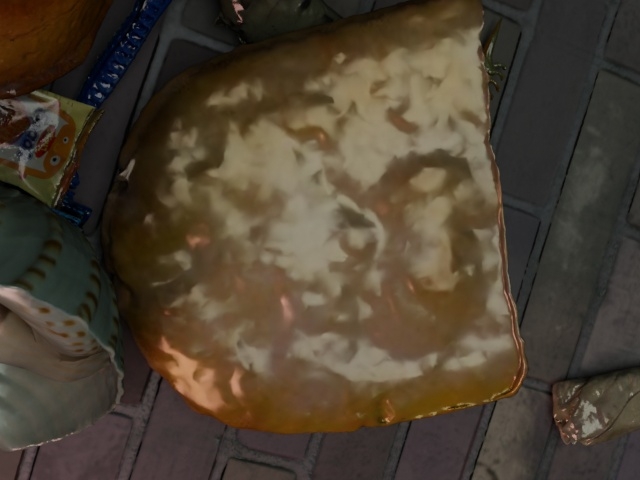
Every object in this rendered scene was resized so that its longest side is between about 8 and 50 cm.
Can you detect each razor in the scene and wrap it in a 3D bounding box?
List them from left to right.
[{"bbox_3d":[-0.211,-0.170,0.925,0.093,0.056,0.324,26,94,-39],"label":"razor"}]

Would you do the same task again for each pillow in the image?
[{"bbox_3d":[-0.033,-0.223,0.978,0.241,0.051,0.093,33,104,-29],"label":"pillow"}]

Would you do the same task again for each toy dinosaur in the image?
[{"bbox_3d":[0.198,-0.202,1.071,0.041,0.026,0.113,27,95,0],"label":"toy dinosaur"}]

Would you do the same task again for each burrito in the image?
[{"bbox_3d":[0.420,0.196,1.154,0.275,0.059,0.082,-6,81,-17],"label":"burrito"}]

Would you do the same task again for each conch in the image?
[{"bbox_3d":[-0.322,0.058,0.834,0.303,0.319,0.215,1,57,-3],"label":"conch"}]

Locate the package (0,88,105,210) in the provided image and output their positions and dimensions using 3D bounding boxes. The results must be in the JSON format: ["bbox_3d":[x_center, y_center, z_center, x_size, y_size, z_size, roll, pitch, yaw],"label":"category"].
[{"bbox_3d":[-0.278,-0.099,0.862,0.121,0.031,0.108,23,83,-15],"label":"package"}]

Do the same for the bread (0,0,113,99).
[{"bbox_3d":[-0.316,-0.271,0.799,0.312,0.172,0.312,10,64,-21],"label":"bread"}]

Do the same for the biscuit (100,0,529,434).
[{"bbox_3d":[0.000,0.000,0.965,0.446,0.104,0.429,-15,99,-1],"label":"biscuit"}]
